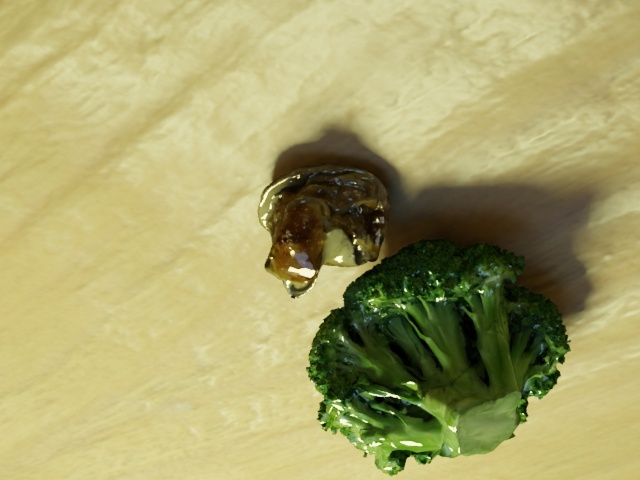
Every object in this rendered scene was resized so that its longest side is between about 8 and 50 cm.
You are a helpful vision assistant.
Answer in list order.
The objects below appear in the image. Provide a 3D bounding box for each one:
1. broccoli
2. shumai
[{"bbox_3d":[0.122,0.128,1.825,0.269,0.241,0.261,-23,126,-11],"label":"broccoli"},{"bbox_3d":[-0.004,-0.001,1.791,0.145,0.116,0.145,8,141,7],"label":"shumai"}]
